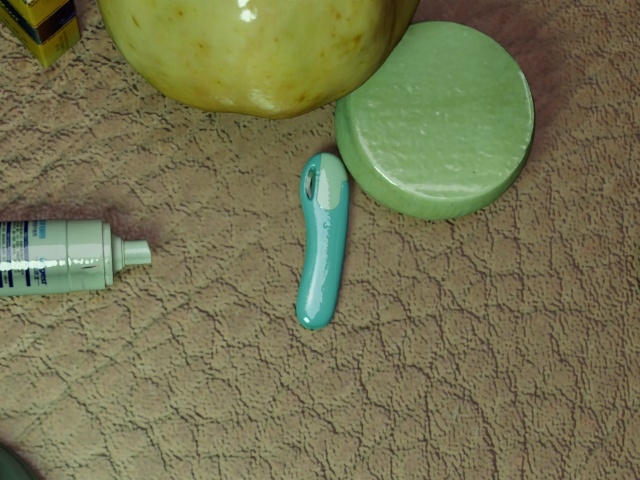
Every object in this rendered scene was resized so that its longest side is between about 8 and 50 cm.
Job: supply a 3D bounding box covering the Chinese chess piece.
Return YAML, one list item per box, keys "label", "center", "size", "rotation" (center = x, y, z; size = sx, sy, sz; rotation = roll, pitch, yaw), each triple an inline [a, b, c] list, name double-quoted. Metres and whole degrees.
- label: "Chinese chess piece"
  center: [0.142, -0.149, 1.882]
  size: [0.250, 0.101, 0.250]
  rotation: [1, 77, -6]

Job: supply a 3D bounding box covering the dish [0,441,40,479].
- label: "dish"
  center: [-0.438, 0.314, 1.655]
  size: [0.317, 0.106, 0.316]
  rotation: [6, 53, -7]

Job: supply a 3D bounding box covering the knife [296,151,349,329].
- label: "knife"
  center: [0.000, 0.000, 1.871]
  size: [0.064, 0.031, 0.222]
  rotation: [6, 81, -9]

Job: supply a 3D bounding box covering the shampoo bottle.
- label: "shampoo bottle"
  center: [-0.354, 0.020, 1.795]
  size: [0.303, 0.092, 0.092]
  rotation: [-3, 78, -8]

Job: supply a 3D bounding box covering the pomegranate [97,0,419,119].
- label: "pomegranate"
  center: [-0.077, -0.348, 1.749]
  size: [0.412, 0.411, 0.411]
  rotation: [1, 78, -6]

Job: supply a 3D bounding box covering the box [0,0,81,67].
- label: "box"
  center: [-0.361, -0.310, 1.791]
  size: [0.070, 0.237, 0.152]
  rotation: [-43, 86, -10]
